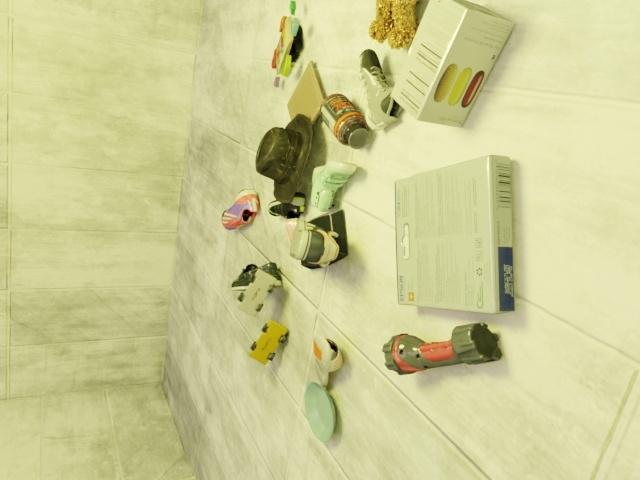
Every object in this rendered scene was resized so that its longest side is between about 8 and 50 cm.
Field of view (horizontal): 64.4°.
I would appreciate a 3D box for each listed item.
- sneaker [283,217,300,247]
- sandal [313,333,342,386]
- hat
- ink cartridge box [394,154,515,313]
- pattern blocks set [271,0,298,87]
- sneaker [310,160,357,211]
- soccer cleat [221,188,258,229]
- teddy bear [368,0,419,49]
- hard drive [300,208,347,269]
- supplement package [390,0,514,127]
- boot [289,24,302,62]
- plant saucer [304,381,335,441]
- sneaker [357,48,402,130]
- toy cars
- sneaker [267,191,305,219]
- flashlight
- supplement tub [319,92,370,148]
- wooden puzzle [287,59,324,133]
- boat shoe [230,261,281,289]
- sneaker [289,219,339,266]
[{"bbox_3d":[-0.083,-0.019,1.855,0.070,0.051,0.134,-14,100,24],"label":"sneaker"},{"bbox_3d":[0.027,0.377,1.629,0.265,0.076,0.102,92,154,-50],"label":"sandal"},{"bbox_3d":[-0.152,-0.297,1.795,0.331,0.134,0.331,-25,61,59],"label":"hat"},{"bbox_3d":[0.295,-0.005,1.166,0.330,0.072,0.323,-6,84,64],"label":"ink cartridge box"},{"bbox_3d":[-0.141,-0.739,1.936,0.324,0.026,0.285,115,153,-47],"label":"pattern blocks set"},{"bbox_3d":[0.041,-0.164,1.593,0.256,0.094,0.150,175,101,-70],"label":"sneaker"},{"bbox_3d":[-0.369,-0.111,2.320,0.318,0.109,0.116,-44,56,49],"label":"soccer cleat"},{"bbox_3d":[0.210,-0.666,1.300,0.245,0.113,0.337,63,141,37],"label":"teddy bear"},{"bbox_3d":[0.000,0.000,1.702,0.255,0.054,0.171,-25,68,58],"label":"hard drive"},{"bbox_3d":[0.284,-0.395,1.127,0.133,0.139,0.244,61,140,44],"label":"supplement package"},{"bbox_3d":[-0.102,-0.747,1.931,0.099,0.045,0.121,142,126,-61],"label":"boot"},{"bbox_3d":[0.007,0.561,1.676,0.195,0.038,0.194,16,108,60],"label":"plant saucer"},{"bbox_3d":[0.180,-0.425,1.387,0.132,0.086,0.228,-7,93,56],"label":"sneaker"},{"bbox_3d":[-0.219,0.290,1.974,0.087,0.177,0.393,-65,-34,-72],"label":"toy cars"},{"bbox_3d":[-0.131,-0.109,1.911,0.235,0.084,0.097,-24,70,58],"label":"sneaker"},{"bbox_3d":[0.265,0.247,1.173,0.304,0.103,0.103,-36,55,56],"label":"flashlight"},{"bbox_3d":[0.077,-0.355,1.529,0.197,0.106,0.106,60,138,42],"label":"supplement tub"},{"bbox_3d":[-0.050,-0.489,1.832,0.221,0.044,0.238,-50,43,49],"label":"wooden puzzle"},{"bbox_3d":[-0.277,0.151,2.119,0.340,0.127,0.112,-18,73,58],"label":"boat shoe"},{"bbox_3d":[-0.022,0.014,1.582,0.321,0.128,0.126,-125,48,-78],"label":"sneaker"}]
